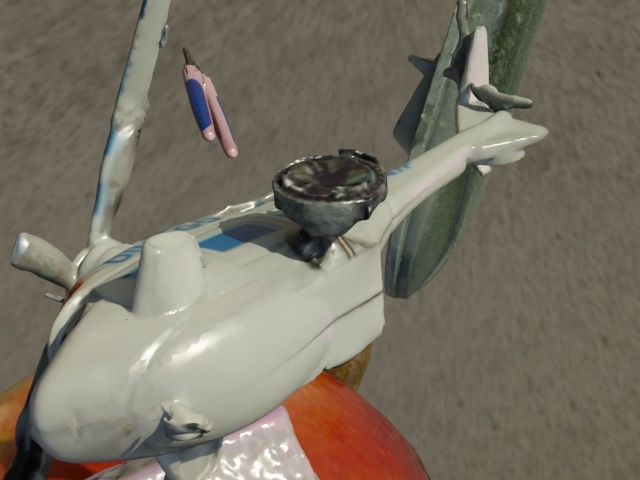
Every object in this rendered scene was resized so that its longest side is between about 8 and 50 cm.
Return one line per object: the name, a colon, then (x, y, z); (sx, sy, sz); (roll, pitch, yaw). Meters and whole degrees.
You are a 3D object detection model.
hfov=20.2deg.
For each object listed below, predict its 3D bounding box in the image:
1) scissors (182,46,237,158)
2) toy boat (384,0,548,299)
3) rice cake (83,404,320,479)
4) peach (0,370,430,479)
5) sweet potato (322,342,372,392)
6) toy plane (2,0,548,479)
scissors: (-0.089, -0.109, 1.371); (0.012, 0.113, 0.039); (-36, 138, 17)
toy boat: (0.111, -0.100, 1.541); (0.092, 0.141, 0.319); (20, 99, 17)
rice cake: (-0.161, 0.168, 0.789); (0.399, 0.064, 0.070); (-23, 93, -27)
peach: (-0.082, 0.240, 1.096); (0.388, 0.388, 0.388); (0, 102, 2)
sweet potato: (-0.022, 0.188, 1.537); (0.075, 0.075, 0.269); (20, 109, -2)
toy plane: (0.002, 0.010, 0.607); (0.107, 0.273, 0.181); (15, 103, 37)
